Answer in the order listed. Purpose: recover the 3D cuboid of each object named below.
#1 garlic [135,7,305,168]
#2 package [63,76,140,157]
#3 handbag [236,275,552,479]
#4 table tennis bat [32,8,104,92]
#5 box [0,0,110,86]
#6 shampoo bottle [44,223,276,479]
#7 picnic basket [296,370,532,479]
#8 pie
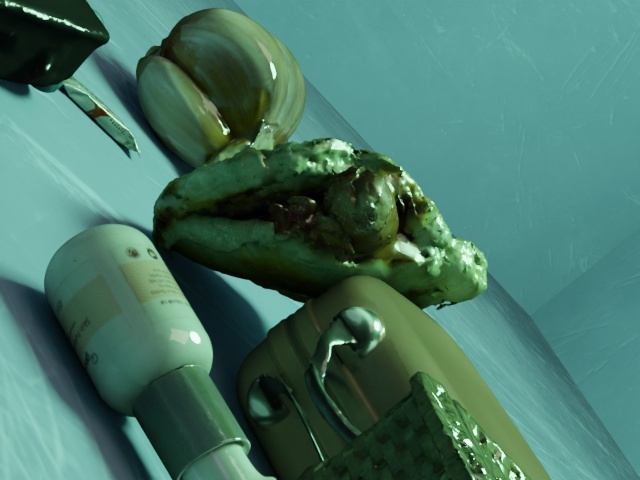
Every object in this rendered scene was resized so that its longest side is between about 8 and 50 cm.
[{"bbox_3d":[-0.090,-0.150,1.523,0.191,0.160,0.214,58,14,17],"label":"garlic"},{"bbox_3d":[-0.200,-0.117,1.304,0.110,0.015,0.037,44,12,-28],"label":"package"},{"bbox_3d":[0.057,0.161,1.028,0.283,0.149,0.302,42,13,-52],"label":"handbag"},{"bbox_3d":[-0.218,-0.169,1.125,0.201,0.033,0.124,20,-50,57],"label":"table tennis bat"},{"bbox_3d":[-0.301,-0.227,0.931,0.290,0.073,0.289,9,39,-55],"label":"box"},{"bbox_3d":[-0.095,0.079,0.846,0.192,0.074,0.074,57,11,26],"label":"shampoo bottle"},{"bbox_3d":[0.019,0.174,0.619,0.154,0.196,0.134,46,11,-23],"label":"picnic basket"},{"bbox_3d":[-0.006,0.001,1.176,0.274,0.257,0.105,30,64,-51],"label":"pie"}]
